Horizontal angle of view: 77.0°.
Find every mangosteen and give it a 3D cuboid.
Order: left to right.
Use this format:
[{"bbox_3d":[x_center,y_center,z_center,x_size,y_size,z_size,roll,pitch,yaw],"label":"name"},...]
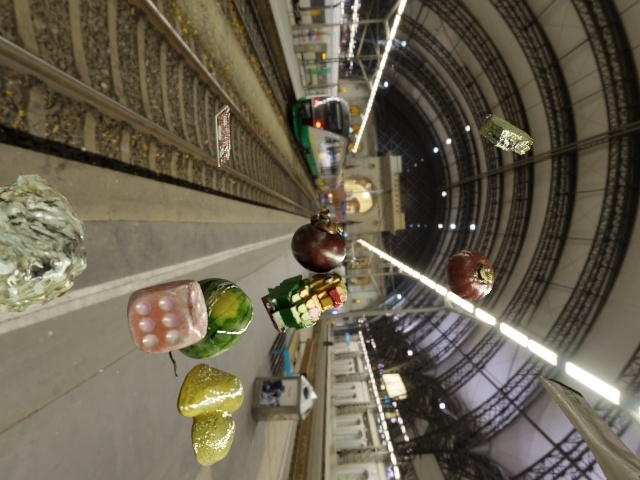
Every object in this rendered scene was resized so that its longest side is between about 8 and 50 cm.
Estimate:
[{"bbox_3d":[0.000,0.000,0.872,0.140,0.140,0.140,-4,90,-88],"label":"mangosteen"}]

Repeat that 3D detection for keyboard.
[{"bbox_3d":[-0.245,-0.261,1.015,0.166,0.017,0.055,106,9,-54],"label":"keyboard"}]

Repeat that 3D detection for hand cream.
[{"bbox_3d":[0.486,0.351,0.682,0.076,0.121,0.336,-58,-171,18],"label":"hand cream"}]

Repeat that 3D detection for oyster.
[{"bbox_3d":[-0.275,0.004,0.382,0.177,0.064,0.124,-104,177,-50],"label":"oyster"}]

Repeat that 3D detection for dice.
[{"bbox_3d":[-0.228,0.112,0.609,0.091,0.094,0.093,-112,-169,-86],"label":"dice"}]

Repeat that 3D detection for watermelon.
[{"bbox_3d":[-0.289,0.180,0.988,0.204,0.232,0.127,57,-10,39],"label":"watermelon"}]

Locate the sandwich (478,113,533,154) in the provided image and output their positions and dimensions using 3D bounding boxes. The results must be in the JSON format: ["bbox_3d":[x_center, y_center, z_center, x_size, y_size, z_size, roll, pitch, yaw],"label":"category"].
[{"bbox_3d":[0.359,-0.202,0.777,0.035,0.105,0.093,-62,173,34],"label":"sandwich"}]

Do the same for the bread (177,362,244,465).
[{"bbox_3d":[-0.173,0.286,0.667,0.187,0.065,0.149,73,16,-52],"label":"bread"}]

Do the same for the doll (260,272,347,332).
[{"bbox_3d":[-0.033,0.123,0.855,0.134,0.187,0.106,-76,146,-71],"label":"doll"}]

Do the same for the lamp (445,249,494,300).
[{"bbox_3d":[0.295,0.068,0.797,0.090,0.101,0.101,-20,-108,61],"label":"lamp"}]
